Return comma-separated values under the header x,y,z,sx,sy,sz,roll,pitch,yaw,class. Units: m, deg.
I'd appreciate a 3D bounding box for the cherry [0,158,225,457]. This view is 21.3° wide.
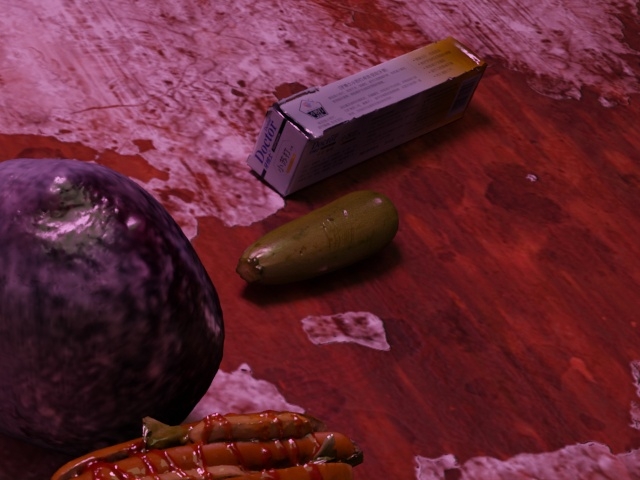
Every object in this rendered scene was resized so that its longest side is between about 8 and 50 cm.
x,y,z,sx,sy,sz,roll,pitch,yaw,class
-0.202,0.052,1.341,0.255,0.296,0.218,29,65,18,cherry

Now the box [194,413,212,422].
x,y,z,sx,sy,sz,roll,pitch,yaw,class
-0.115,0.228,1.275,0.199,0.081,0.135,-20,48,-42,box

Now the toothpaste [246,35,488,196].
x,y,z,sx,sy,sz,roll,pitch,yaw,class
0.056,-0.137,1.827,0.071,0.089,0.313,42,42,21,toothpaste

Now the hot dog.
x,y,z,sx,sy,sz,roll,pitch,yaw,class
-0.078,0.170,1.238,0.250,0.076,0.104,-8,41,-27,hot dog

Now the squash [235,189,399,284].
x,y,z,sx,sy,sz,roll,pitch,yaw,class
0.000,0.000,1.638,0.201,0.066,0.066,-21,50,-40,squash
